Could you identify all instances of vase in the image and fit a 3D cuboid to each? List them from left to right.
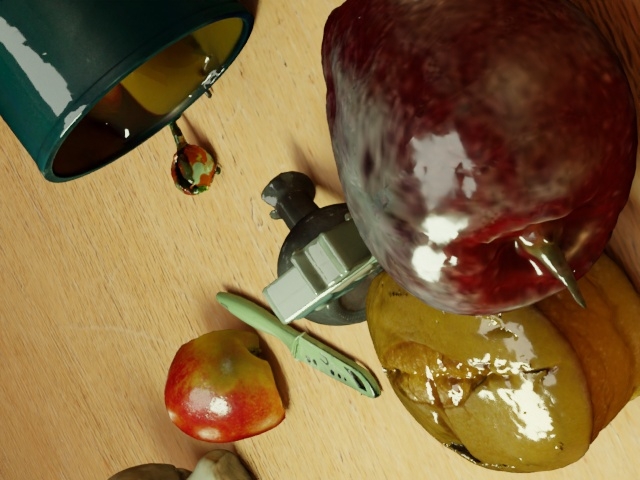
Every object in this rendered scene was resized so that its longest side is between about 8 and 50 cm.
[{"bbox_3d":[0.000,0.000,1.458,0.183,0.120,0.120,-129,25,-48],"label":"vase"}]

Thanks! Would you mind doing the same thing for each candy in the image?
[{"bbox_3d":[-0.164,-0.135,1.689,0.055,0.049,0.185,-29,81,33],"label":"candy"}]

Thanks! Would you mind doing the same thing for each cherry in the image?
[{"bbox_3d":[0.103,-0.079,1.085,0.300,0.203,0.230,52,160,32],"label":"cherry"}]

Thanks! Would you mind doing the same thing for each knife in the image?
[{"bbox_3d":[-0.029,0.112,1.712,0.293,0.020,0.043,25,135,48],"label":"knife"}]

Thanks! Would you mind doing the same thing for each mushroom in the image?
[{"bbox_3d":[-0.174,0.369,2.052,0.243,0.243,0.243,41,148,33],"label":"mushroom"}]

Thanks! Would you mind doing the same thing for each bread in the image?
[{"bbox_3d":[0.143,0.086,1.251,0.269,0.142,0.195,-2,114,59],"label":"bread"}]

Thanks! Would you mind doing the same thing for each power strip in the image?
[{"bbox_3d":[0.031,-0.004,1.259,0.215,0.145,0.061,-39,84,32],"label":"power strip"}]

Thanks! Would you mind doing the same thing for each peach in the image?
[{"bbox_3d":[-0.118,0.173,1.818,0.151,0.118,0.151,37,147,30],"label":"peach"}]

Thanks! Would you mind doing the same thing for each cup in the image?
[{"bbox_3d":[-0.235,-0.254,1.424,0.292,0.242,0.308,51,148,8],"label":"cup"}]

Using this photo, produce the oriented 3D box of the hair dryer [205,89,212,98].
[{"bbox_3d":[-0.178,-0.252,1.586,0.199,0.067,0.167,37,141,20],"label":"hair dryer"}]
